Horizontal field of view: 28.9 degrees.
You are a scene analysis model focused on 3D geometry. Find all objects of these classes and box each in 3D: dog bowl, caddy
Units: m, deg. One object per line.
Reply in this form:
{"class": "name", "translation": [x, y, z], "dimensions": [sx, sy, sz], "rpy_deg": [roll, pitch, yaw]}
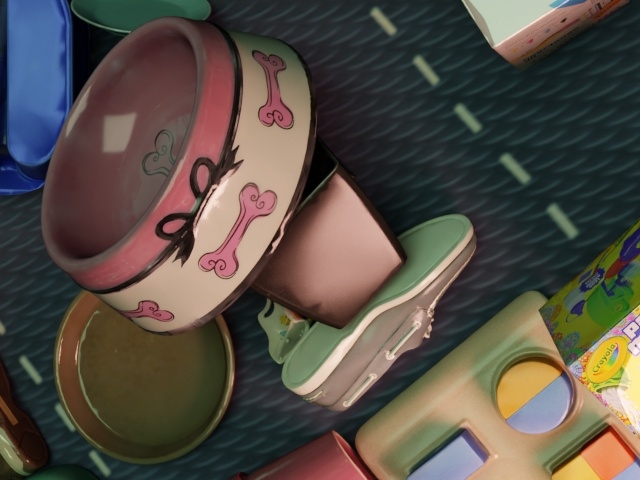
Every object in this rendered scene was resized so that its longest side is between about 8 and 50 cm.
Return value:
{"class": "dog bowl", "translation": [-0.193, -0.096, 1.538], "dimensions": [0.408, 0.150, 0.408], "rpy_deg": [-28, 50, 40]}
{"class": "caddy", "translation": [-0.447, -0.235, 1.740], "dimensions": [0.241, 0.179, 0.341], "rpy_deg": [0, 91, -4]}

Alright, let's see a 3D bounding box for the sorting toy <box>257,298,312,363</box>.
{"class": "sorting toy", "translation": [-0.054, 0.108, 1.671], "dimensions": [0.075, 0.045, 0.083], "rpy_deg": [42, 133, 25]}

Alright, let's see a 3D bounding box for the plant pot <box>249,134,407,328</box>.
{"class": "plant pot", "translation": [0.000, 0.000, 1.573], "dimensions": [0.167, 0.188, 0.187], "rpy_deg": [41, 96, -19]}

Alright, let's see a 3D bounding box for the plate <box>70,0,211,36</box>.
{"class": "plate", "translation": [-0.242, -0.308, 1.682], "dimensions": [0.188, 0.188, 0.024], "rpy_deg": [16, 122, 17]}

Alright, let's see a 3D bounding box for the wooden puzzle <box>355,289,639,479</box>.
{"class": "wooden puzzle", "translation": [0.253, 0.288, 1.553], "dimensions": [0.322, 0.080, 0.348], "rpy_deg": [-41, 77, 13]}

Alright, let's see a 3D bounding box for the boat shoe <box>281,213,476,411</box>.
{"class": "boat shoe", "translation": [0.092, 0.098, 1.618], "dimensions": [0.319, 0.116, 0.099], "rpy_deg": [-45, 120, 5]}

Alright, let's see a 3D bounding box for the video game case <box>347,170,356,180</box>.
{"class": "video game case", "translation": [-0.112, -0.066, 1.706], "dimensions": [0.274, 0.026, 0.196], "rpy_deg": [30, 98, 15]}

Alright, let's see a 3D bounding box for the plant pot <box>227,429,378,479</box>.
{"class": "plant pot", "translation": [-0.013, 0.348, 1.588], "dimensions": [0.180, 0.201, 0.201], "rpy_deg": [-40, 78, 0]}

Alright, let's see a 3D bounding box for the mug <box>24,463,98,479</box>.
{"class": "mug", "translation": [-0.384, 0.392, 1.738], "dimensions": [0.158, 0.097, 0.129], "rpy_deg": [-30, 86, 11]}

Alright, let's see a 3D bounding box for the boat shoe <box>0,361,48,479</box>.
{"class": "boat shoe", "translation": [-0.499, 0.238, 1.791], "dimensions": [0.095, 0.095, 0.257], "rpy_deg": [-35, 80, 20]}

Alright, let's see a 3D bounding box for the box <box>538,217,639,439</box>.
{"class": "box", "translation": [0.455, 0.102, 1.390], "dimensions": [0.290, 0.177, 0.279], "rpy_deg": [-43, 104, 12]}

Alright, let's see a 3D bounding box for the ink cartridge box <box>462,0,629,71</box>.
{"class": "ink cartridge box", "translation": [0.252, -0.326, 1.484], "dimensions": [0.171, 0.233, 0.168], "rpy_deg": [-32, 82, 14]}

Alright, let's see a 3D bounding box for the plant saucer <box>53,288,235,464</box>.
{"class": "plant saucer", "translation": [-0.243, 0.172, 1.736], "dimensions": [0.278, 0.041, 0.278], "rpy_deg": [0, 90, 18]}
